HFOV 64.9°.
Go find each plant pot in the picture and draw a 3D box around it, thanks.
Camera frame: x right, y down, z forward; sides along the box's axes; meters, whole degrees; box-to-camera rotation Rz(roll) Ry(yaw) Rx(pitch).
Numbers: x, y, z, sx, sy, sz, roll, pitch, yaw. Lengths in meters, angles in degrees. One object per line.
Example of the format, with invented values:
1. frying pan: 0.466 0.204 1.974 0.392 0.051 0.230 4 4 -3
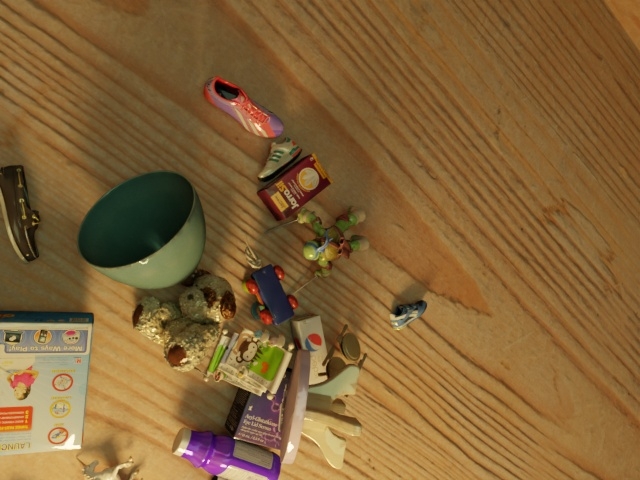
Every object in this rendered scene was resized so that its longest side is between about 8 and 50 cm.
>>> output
1. plant pot: -0.393 0.003 1.207 0.290 0.290 0.196 -45 142 -19

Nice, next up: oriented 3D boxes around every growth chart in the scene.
1. growth chart: -0.187 0.313 1.320 0.021 0.237 0.172 39 63 -60

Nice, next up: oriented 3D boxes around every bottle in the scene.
1. bottle: -0.245 0.566 1.315 0.282 0.118 0.092 29 44 -20

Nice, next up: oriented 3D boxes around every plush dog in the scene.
1. plush dog: -0.304 0.191 1.268 0.226 0.262 0.210 -55 142 -6

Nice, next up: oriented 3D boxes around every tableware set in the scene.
1. tableware set: 0.062 0.347 1.455 0.128 0.039 0.194 57 35 -13

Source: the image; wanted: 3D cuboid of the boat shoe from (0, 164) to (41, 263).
1. boat shoe: -0.687 -0.062 1.156 0.068 0.081 0.228 -18 93 -20

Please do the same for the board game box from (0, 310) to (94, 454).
1. board game box: -0.679 0.312 1.113 0.307 0.086 0.302 6 97 -24

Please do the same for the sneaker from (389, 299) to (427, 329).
1. sneaker: 0.279 0.225 1.600 0.144 0.053 0.059 -32 99 -23

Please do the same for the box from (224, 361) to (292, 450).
1. box: -0.146 0.440 1.369 0.153 0.108 0.207 23 79 -21

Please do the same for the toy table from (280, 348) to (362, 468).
1. toy table: 0.000 0.423 1.258 0.160 0.252 0.275 11 96 -8

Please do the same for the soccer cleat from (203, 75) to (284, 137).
1. soccer cleat: -0.204 -0.362 1.378 0.247 0.095 0.083 30 77 -20

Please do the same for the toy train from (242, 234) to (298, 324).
1. toy train: -0.171 0.107 1.358 0.105 0.143 0.248 -27 94 -31

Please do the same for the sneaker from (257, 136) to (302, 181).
1. sneaker: -0.131 -0.234 1.437 0.161 0.057 0.075 -41 88 -19

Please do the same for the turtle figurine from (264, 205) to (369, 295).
1. turtle figurine: 0.000 0.000 1.456 0.266 0.274 0.198 -20 74 -43

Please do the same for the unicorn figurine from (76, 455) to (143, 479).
1. unicorn figurine: -0.505 0.577 1.227 0.111 0.060 0.162 -26 98 -23

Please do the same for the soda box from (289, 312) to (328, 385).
1. soda box: -0.026 0.324 1.449 0.073 0.069 0.216 -12 93 -24

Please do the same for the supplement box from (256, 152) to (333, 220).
1. supplement box: -0.072 -0.152 1.438 0.188 0.080 0.104 -40 104 -20

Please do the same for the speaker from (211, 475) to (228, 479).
1. speaker: -0.231 0.676 1.351 0.136 0.055 0.055 29 77 -21
